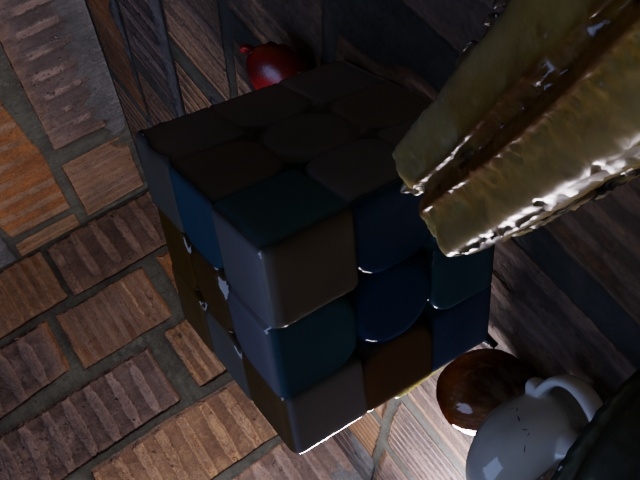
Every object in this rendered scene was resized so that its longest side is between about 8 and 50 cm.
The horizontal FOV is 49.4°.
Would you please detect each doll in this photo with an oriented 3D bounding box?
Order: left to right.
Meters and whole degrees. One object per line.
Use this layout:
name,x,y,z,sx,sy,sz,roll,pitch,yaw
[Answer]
doll,-0.045,-0.250,1.157,0.217,0.085,0.183,42,165,-9

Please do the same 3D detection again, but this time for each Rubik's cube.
Rubik's cube,0.000,0.000,0.949,0.347,0.346,0.345,41,148,44

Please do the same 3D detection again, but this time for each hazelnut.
hazelnut,0.253,0.234,1.043,0.143,0.154,0.143,-12,77,61

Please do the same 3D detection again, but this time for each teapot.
teapot,0.295,0.282,0.913,0.300,0.208,0.166,92,166,-47

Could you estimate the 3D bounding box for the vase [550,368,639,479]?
vase,0.389,0.294,0.669,0.291,0.245,0.245,35,152,39

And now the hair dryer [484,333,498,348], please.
hair dryer,0.206,0.098,1.130,0.194,0.050,0.173,30,148,48

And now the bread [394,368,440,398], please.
bread,0.136,0.148,1.302,0.141,0.178,0.266,-11,117,37

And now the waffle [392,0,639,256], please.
waffle,0.215,-0.116,0.402,0.114,0.260,0.376,63,164,8
